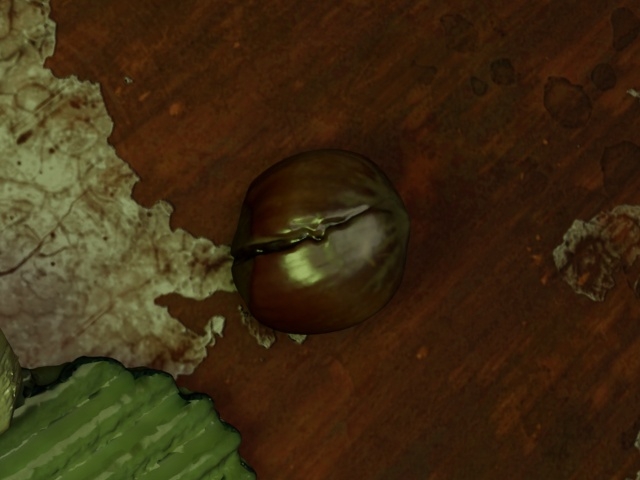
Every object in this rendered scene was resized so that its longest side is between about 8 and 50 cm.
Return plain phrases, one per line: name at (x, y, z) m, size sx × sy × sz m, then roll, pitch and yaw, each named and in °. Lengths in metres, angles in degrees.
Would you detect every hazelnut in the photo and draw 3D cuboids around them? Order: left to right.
hazelnut at (-0.002, 0.000, 1.590) m, size 0.181 × 0.181 × 0.212 m, roll -3°, pitch 80°, yaw -25°

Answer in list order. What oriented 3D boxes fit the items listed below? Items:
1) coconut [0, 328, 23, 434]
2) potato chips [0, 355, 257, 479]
coconut at (-0.410, 0.134, 1.319) m, size 0.241 × 0.241 × 0.241 m, roll 5°, pitch 76°, yaw -22°
potato chips at (-0.273, 0.296, 1.473) m, size 0.429 × 0.070 × 0.358 m, roll -34°, pitch 97°, yaw -23°
